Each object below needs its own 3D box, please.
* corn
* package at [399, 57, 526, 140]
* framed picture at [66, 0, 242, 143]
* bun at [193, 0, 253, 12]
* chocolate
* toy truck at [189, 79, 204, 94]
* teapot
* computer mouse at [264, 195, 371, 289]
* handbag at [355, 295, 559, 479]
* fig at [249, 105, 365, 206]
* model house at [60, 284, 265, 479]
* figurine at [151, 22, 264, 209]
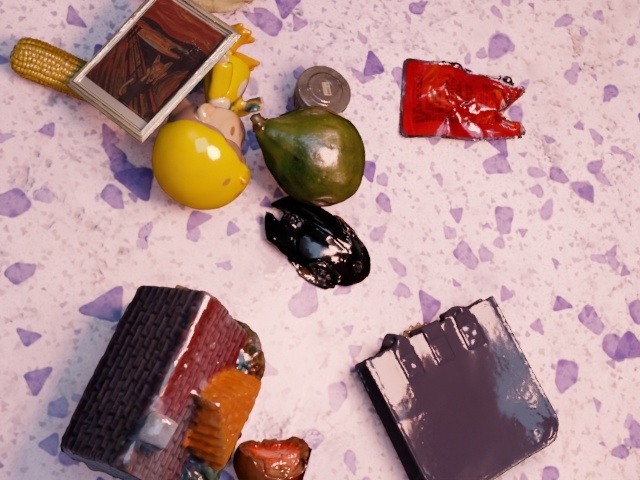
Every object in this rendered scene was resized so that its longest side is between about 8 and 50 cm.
[{"bbox_3d":[-0.470,-0.314,1.847,0.231,0.080,0.080,20,72,-10],"label":"corn"},{"bbox_3d":[0.303,-0.291,2.065,0.269,0.071,0.194,9,60,-9],"label":"package"},{"bbox_3d":[-0.306,-0.331,1.781,0.216,0.016,0.273,36,80,23],"label":"framed picture"},{"bbox_3d":[-0.230,-0.632,1.916,0.349,0.227,0.352,45,70,0],"label":"bun"},{"bbox_3d":[-0.090,0.403,1.752,0.133,0.124,0.127,19,80,7],"label":"chocolate"},{"bbox_3d":[-0.236,-0.353,1.935,0.136,0.063,0.074,-47,111,-22],"label":"toy truck"},{"bbox_3d":[0.010,-0.269,1.956,0.149,0.108,0.111,34,64,-4],"label":"teapot"},{"bbox_3d":[0.000,0.000,1.901,0.241,0.077,0.146,32,68,-5],"label":"computer mouse"},{"bbox_3d":[0.259,0.296,1.875,0.303,0.122,0.329,-25,85,-19],"label":"handbag"},{"bbox_3d":[-0.035,-0.164,1.828,0.245,0.195,0.195,13,72,-34],"label":"fig"},{"bbox_3d":[-0.233,0.242,1.638,0.297,0.339,0.360,27,70,-6],"label":"model house"},{"bbox_3d":[-0.197,-0.222,1.837,0.187,0.215,0.344,5,66,24],"label":"figurine"}]
